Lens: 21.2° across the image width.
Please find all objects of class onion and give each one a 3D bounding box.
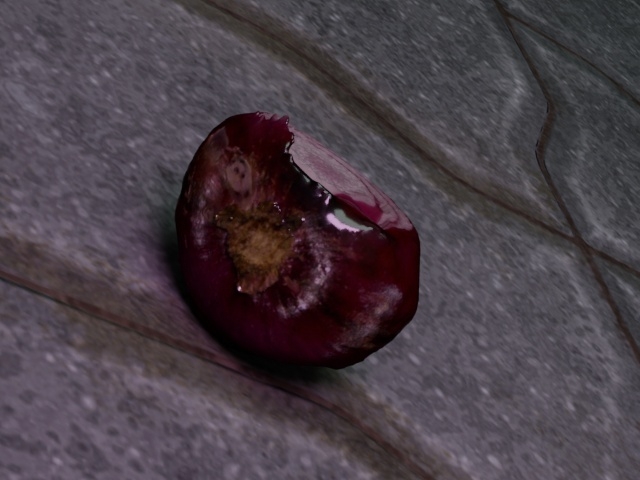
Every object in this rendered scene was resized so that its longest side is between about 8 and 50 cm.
[{"bbox_3d":[-0.011,0.011,1.106,0.173,0.135,0.198,48,10,21],"label":"onion"}]
